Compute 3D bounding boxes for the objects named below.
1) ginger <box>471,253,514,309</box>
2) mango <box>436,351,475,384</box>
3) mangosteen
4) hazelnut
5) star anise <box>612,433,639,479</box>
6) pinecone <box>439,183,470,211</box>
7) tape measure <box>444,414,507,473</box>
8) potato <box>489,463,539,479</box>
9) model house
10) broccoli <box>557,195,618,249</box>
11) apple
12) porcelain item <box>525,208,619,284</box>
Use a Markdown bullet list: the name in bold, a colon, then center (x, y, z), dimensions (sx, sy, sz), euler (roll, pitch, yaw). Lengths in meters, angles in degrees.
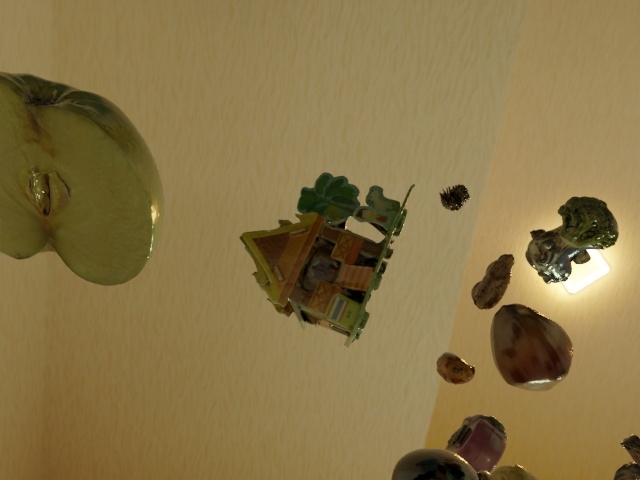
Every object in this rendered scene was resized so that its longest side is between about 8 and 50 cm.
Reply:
- **ginger**: center (0.455, 0.110, 1.296), dimensions (0.073, 0.162, 0.103), euler (33, -179, 7)
- **mango**: center (0.299, 0.289, 1.122), dimensions (0.077, 0.063, 0.127), euler (24, 179, -1)
- **mangosteen**: center (0.296, 0.610, 1.103), dimensions (0.303, 0.274, 0.275), euler (1, -168, 12)
- **hazelnut**: center (0.487, 0.256, 1.176), dimensions (0.210, 0.186, 0.210), euler (15, -165, -4)
- **star anise**: center (0.596, 0.400, 0.865), dimensions (0.208, 0.172, 0.063), euler (38, -156, -10)
- **pinecone**: center (0.378, -0.122, 1.399), dimensions (0.077, 0.083, 0.077), euler (52, -168, -15)
- **tape measure**: center (0.508, 0.701, 1.682), dimensions (0.149, 0.245, 0.231), euler (41, -119, 13)
- **potato**: center (0.330, 0.419, 0.781), dimensions (0.170, 0.080, 0.107), euler (45, 180, -18)
- **model house**: center (0.000, 0.000, 1.045), dimensions (0.313, 0.357, 0.242), euler (23, 166, 5)
- **broccoli**: center (0.692, -0.043, 1.287), dimensions (0.162, 0.138, 0.146), euler (41, -178, 20)
- **apple**: center (-0.443, -0.099, 0.841), dimensions (0.320, 0.360, 0.311), euler (-12, -133, -35)
- **porcelain item**: center (0.809, 0.018, 1.591), dimensions (0.288, 0.186, 0.138), euler (-32, -162, 12)
